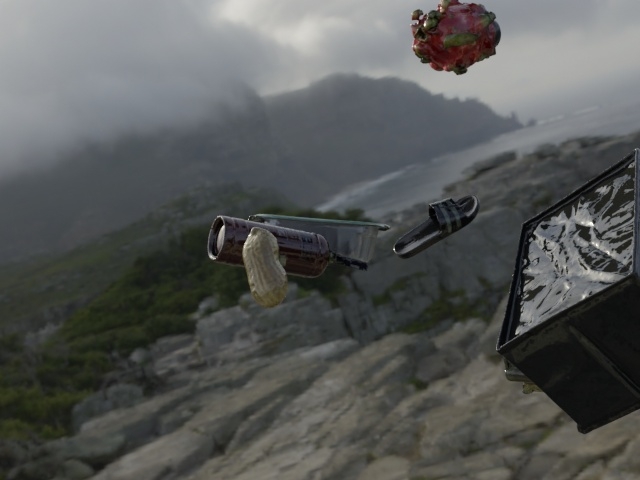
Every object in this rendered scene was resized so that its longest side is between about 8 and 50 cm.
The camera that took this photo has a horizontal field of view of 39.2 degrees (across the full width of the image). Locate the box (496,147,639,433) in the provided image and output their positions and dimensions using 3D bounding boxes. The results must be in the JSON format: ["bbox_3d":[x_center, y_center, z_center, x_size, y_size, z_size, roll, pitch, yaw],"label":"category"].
[{"bbox_3d":[0.450,0.073,1.392,0.251,0.204,0.345,-37,18,37],"label":"box"}]

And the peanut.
[{"bbox_3d":[-0.070,0.033,1.134,0.054,0.113,0.054,-10,-26,-5],"label":"peanut"}]

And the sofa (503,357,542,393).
[{"bbox_3d":[0.581,0.247,2.197,0.200,0.182,0.258,0,50,40],"label":"sofa"}]

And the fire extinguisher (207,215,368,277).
[{"bbox_3d":[-0.062,0.026,1.947,0.344,0.102,0.138,11,2,-26],"label":"fire extinguisher"}]

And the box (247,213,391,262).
[{"bbox_3d":[0.000,0.000,2.190,0.337,0.105,0.264,5,1,5],"label":"box"}]

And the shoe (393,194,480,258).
[{"bbox_3d":[0.204,-0.035,1.606,0.179,0.049,0.071,-33,31,0],"label":"shoe"}]

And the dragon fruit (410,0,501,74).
[{"bbox_3d":[0.271,-0.422,1.843,0.172,0.160,0.166,-19,-15,-36],"label":"dragon fruit"}]
